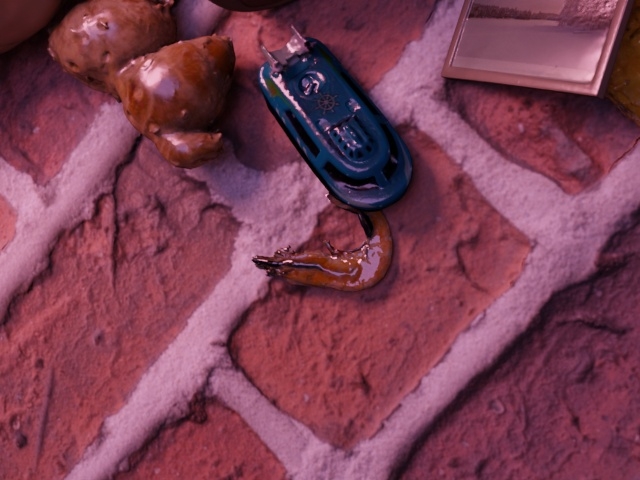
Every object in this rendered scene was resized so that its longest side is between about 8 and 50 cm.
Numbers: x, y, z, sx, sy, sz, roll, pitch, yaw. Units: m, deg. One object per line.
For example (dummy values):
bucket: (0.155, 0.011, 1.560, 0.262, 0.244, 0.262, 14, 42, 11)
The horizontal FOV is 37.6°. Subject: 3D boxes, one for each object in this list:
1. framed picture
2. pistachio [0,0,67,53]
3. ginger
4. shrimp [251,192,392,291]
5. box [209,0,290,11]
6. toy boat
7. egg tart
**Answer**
framed picture: (0.295, -0.308, 1.272, 0.289, 0.016, 0.213, 22, 96, 52)
pistachio: (-0.538, -0.422, 1.444, 0.445, 0.365, 0.281, -35, 77, 15)
ginger: (-0.261, -0.280, 1.460, 0.256, 0.176, 0.375, -35, 78, -2)
shrimp: (0.000, 0.000, 1.426, 0.219, 0.046, 0.152, 0, 89, 14)
box: (-0.086, -0.501, 1.355, 0.301, 0.301, 0.216, -24, 73, 16)
toy boat: (0.019, -0.178, 1.383, 0.134, 0.092, 0.299, -36, 72, -3)
egg tart: (0.455, -0.246, 1.216, 0.094, 0.234, 0.234, -25, 78, -23)
